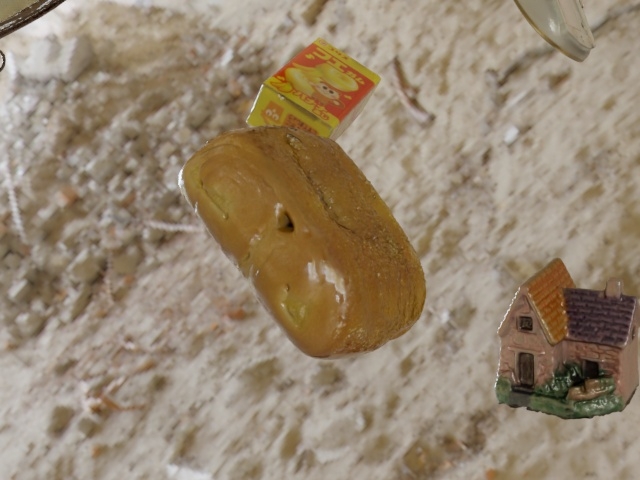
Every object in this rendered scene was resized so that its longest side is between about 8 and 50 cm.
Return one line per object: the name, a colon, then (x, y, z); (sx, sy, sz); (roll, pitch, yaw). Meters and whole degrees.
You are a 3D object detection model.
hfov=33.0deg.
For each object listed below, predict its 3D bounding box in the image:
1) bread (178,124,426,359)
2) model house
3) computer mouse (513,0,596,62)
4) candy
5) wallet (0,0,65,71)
bread: (0.006, -0.005, 1.430); (0.148, 0.328, 0.337); (-44, -19, 21)
model house: (0.447, 0.173, 1.962); (0.237, 0.237, 0.202); (8, 18, 36)
computer mouse: (0.188, -0.248, 0.962); (0.045, 0.199, 0.102); (-25, -13, 30)
candy: (-0.007, -0.249, 1.890); (0.088, 0.146, 0.276); (-60, -3, 34)
wallet: (-0.562, -0.468, 1.980); (0.335, 0.068, 0.275); (-37, 59, -10)
